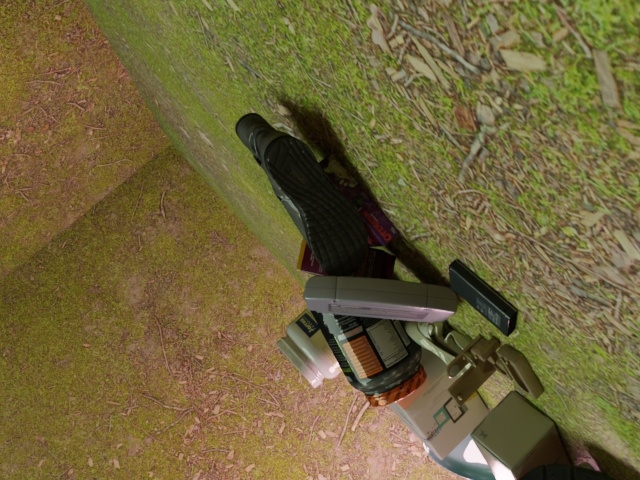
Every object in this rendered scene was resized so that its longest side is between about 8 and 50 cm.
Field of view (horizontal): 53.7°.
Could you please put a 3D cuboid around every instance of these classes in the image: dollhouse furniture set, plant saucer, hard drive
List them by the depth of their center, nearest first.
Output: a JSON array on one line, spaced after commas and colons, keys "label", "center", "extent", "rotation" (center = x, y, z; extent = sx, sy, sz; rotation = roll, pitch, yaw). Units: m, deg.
[{"label": "hard drive", "center": [0.274, 0.098, 1.074], "extent": [0.135, 0.022, 0.094], "rotation": [44, 170, 28]}, {"label": "dollhouse furniture set", "center": [0.327, 0.276, 1.235], "extent": [0.144, 0.123, 0.151], "rotation": [53, 170, -29]}, {"label": "plant saucer", "center": [0.465, 0.633, 1.890], "extent": [0.317, 0.044, 0.318], "rotation": [16, 140, 14]}]

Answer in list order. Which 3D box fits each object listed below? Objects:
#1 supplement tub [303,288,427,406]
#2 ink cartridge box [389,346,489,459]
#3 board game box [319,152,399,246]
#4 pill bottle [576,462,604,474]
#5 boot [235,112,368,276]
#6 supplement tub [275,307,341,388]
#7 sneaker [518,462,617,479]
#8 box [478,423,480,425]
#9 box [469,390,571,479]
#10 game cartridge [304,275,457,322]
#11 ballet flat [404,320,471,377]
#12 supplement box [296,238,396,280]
[{"label": "supplement tub", "center": [0.117, 0.225, 1.576], "extent": [0.338, 0.207, 0.207], "rotation": [62, 170, -3]}, {"label": "ink cartridge box", "center": [0.296, 0.423, 1.755], "extent": [0.198, 0.197, 0.270], "rotation": [35, 164, 54]}, {"label": "board game box", "center": [0.043, -0.074, 1.387], "extent": [0.208, 0.056, 0.347], "rotation": [45, 171, -6]}, {"label": "pill bottle", "center": [0.563, 0.511, 1.274], "extent": [0.120, 0.067, 0.067], "rotation": [49, 171, 1]}, {"label": "boot", "center": [-0.033, -0.096, 1.251], "extent": [0.338, 0.118, 0.223], "rotation": [63, 170, -31]}, {"label": "supplement tub", "center": [0.035, 0.309, 2.107], "extent": [0.235, 0.324, 0.235], "rotation": [47, 170, 10]}, {"label": "sneaker", "center": [0.504, 0.575, 1.261], "extent": [0.257, 0.169, 0.447], "rotation": [24, 145, -17]}, {"label": "box", "center": [0.442, 0.567, 2.000], "extent": [0.130, 0.091, 0.170], "rotation": [54, 170, -28]}, {"label": "box", "center": [0.463, 0.491, 1.425], "extent": [0.121, 0.148, 0.311], "rotation": [37, 166, 48]}, {"label": "game cartridge", "center": [0.118, 0.120, 1.281], "extent": [0.296, 0.062, 0.198], "rotation": [5, 161, 2]}, {"label": "ballet flat", "center": [0.282, 0.223, 1.426], "extent": [0.248, 0.086, 0.086], "rotation": [38, 166, 44]}, {"label": "supplement box", "center": [0.057, 0.050, 1.378], "extent": [0.188, 0.081, 0.104], "rotation": [11, 176, 23]}]
